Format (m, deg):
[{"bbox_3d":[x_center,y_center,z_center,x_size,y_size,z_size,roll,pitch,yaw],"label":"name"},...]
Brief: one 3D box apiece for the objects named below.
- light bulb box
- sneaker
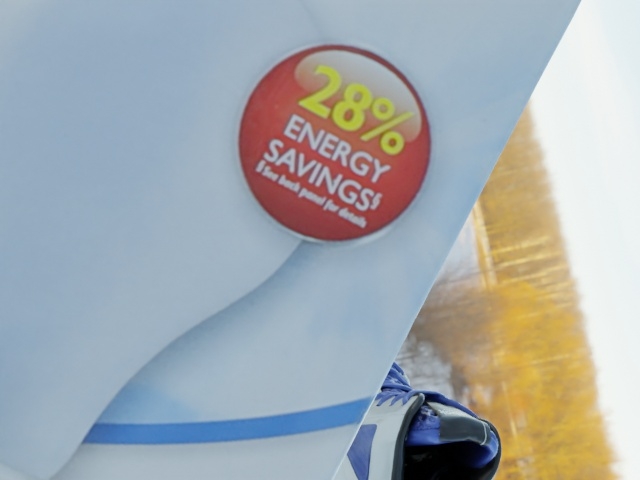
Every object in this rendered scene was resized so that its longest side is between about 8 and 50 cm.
[{"bbox_3d":[-0.142,-0.033,0.395,0.361,0.357,0.225,-63,-171,0],"label":"light bulb box"},{"bbox_3d":[0.073,0.171,0.812,0.127,0.182,0.316,26,37,-25],"label":"sneaker"}]
